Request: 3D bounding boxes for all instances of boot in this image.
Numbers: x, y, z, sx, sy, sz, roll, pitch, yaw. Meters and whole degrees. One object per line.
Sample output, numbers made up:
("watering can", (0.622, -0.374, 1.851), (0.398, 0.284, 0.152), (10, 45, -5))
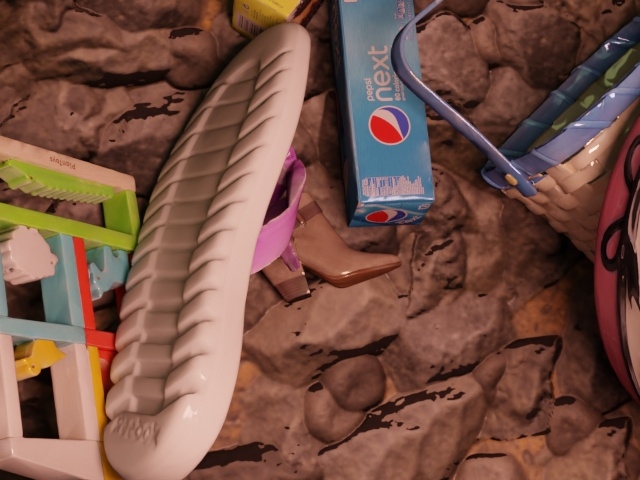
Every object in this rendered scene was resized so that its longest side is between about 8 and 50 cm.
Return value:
("boot", (0.000, 0.000, 1.248), (0.118, 0.042, 0.087), (-16, 73, -12))

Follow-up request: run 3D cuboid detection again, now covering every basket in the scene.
("basket", (0.231, -0.139, 1.236), (0.289, 0.201, 0.255), (43, 73, -3))

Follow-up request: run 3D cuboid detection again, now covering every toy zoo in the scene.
("toy zoo", (-0.192, 0.073, 1.135), (0.030, 0.192, 0.293), (-19, 73, 27))

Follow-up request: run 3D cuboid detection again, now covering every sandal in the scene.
("sandal", (-0.073, 0.013, 1.178), (0.102, 0.169, 0.416), (33, 57, -29))

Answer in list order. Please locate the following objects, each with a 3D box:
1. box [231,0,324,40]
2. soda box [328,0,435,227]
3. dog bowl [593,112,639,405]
("box", (0.008, -0.277, 1.313), (0.058, 0.087, 0.232), (32, 73, 6))
("soda box", (0.050, -0.120, 1.276), (0.067, 0.071, 0.210), (-2, 73, -7))
("dog bowl", (0.380, 0.004, 1.144), (0.408, 0.150, 0.408), (-11, 110, -35))
